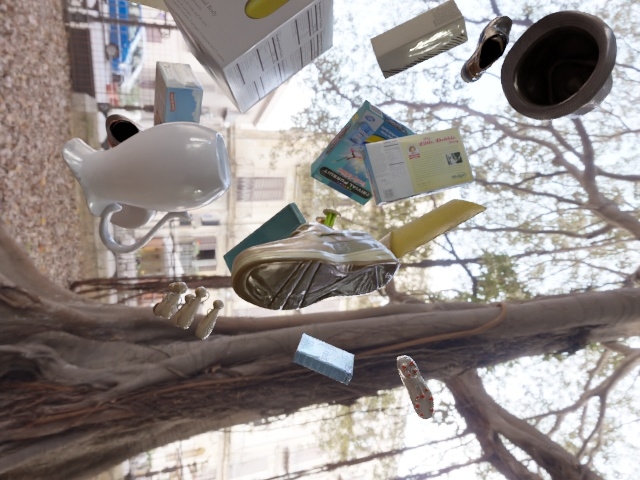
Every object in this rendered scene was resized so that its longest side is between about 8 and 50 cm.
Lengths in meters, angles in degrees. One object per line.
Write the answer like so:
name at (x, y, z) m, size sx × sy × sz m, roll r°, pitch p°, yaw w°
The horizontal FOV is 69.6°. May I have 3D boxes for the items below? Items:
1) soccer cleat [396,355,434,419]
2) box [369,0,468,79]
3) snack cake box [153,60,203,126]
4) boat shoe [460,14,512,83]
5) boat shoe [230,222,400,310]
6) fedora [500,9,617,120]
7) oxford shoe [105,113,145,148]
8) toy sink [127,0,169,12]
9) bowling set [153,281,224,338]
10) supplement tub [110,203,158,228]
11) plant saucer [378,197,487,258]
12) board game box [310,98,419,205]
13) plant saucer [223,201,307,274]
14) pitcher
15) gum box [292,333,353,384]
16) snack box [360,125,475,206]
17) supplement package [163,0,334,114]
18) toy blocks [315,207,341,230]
soccer cleat at (0.281, 0.431, 1.364) m, size 0.076 × 0.068 × 0.196 m, roll 154°, pitch -86°, yaw -83°
box at (0.301, -0.616, 1.416) m, size 0.094 × 0.275 × 0.113 m, roll 48°, pitch 28°, yaw -52°
snack cake box at (-0.374, -0.302, 1.188) m, size 0.152 × 0.089 × 0.264 m, roll 58°, pitch -38°, yaw 39°
boat shoe at (0.385, -0.431, 1.024) m, size 0.183 × 0.066 × 0.066 m, roll -60°, pitch -167°, yaw -9°
boat shoe at (-0.009, 0.029, 0.685) m, size 0.098 × 0.302 × 0.109 m, roll 55°, pitch -51°, yaw 31°
fedora at (0.569, -0.387, 1.077) m, size 0.244 × 0.124 × 0.275 m, roll -54°, pitch -142°, yaw 26°
oxford shoe at (-0.485, -0.272, 1.154) m, size 0.271 × 0.097 × 0.098 m, roll 42°, pitch -23°, yaw 38°
toy sink at (-0.361, -0.634, 1.079) m, size 0.131 × 0.234 × 0.153 m, roll -40°, pitch -121°, yaw 49°
bowling set at (-0.495, 0.213, 1.615) m, size 0.154 × 0.200 × 0.287 m, roll -63°, pitch 152°, yaw -19°
supplement tub at (-0.629, -0.211, 1.637) m, size 0.316 × 0.228 × 0.228 m, roll -70°, pitch 174°, yaw -53°
plant saucer at (0.296, -0.017, 1.431) m, size 0.081 × 0.333 × 0.333 m, roll 62°, pitch -16°, yaw 6°
board game box at (0.161, -0.302, 1.664) m, size 0.336 × 0.254 × 0.079 m, roll -46°, pitch -151°, yaw 37°
plant saucer at (-0.114, 0.002, 0.910) m, size 0.067 × 0.192 × 0.018 m, roll 59°, pitch 13°, yaw 26°
pitcher at (-0.236, -0.074, 0.667) m, size 0.125 × 0.207 × 0.178 m, roll -93°, pitch 175°, yaw -70°
gum box at (0.013, 0.375, 1.471) m, size 0.157 × 0.184 × 0.041 m, roll -54°, pitch 167°, yaw -80°
snack box at (0.302, -0.231, 1.423) m, size 0.060 × 0.322 × 0.187 m, roll 143°, pitch -66°, yaw -76°
supplement package at (-0.134, -0.446, 0.943) m, size 0.199 × 0.262 × 0.198 m, roll 51°, pitch -5°, yaw 8°
toy blocks at (0.000, 0.000, 1.240) m, size 0.123 × 0.054 × 0.148 m, roll 140°, pitch -30°, yaw -68°
